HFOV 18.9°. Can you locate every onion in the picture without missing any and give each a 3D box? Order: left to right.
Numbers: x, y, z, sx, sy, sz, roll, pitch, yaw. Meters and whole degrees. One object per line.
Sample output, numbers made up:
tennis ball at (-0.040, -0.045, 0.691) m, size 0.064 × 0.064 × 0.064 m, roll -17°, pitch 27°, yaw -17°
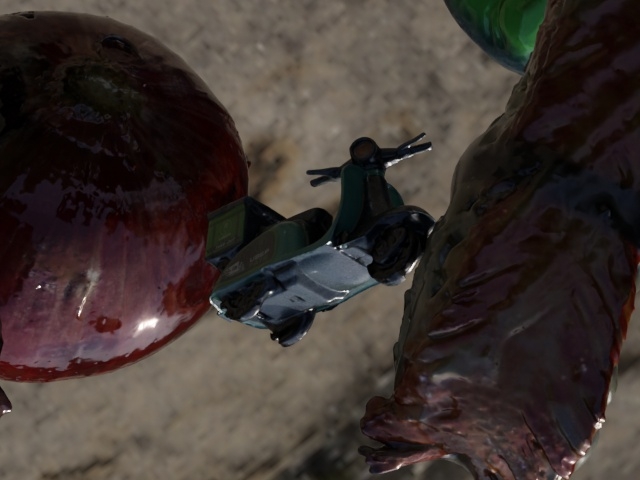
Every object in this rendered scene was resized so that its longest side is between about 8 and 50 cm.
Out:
onion at (-0.215, -0.044, 1.689) m, size 0.341 × 0.341 × 0.341 m, roll -23°, pitch 138°, yaw -22°

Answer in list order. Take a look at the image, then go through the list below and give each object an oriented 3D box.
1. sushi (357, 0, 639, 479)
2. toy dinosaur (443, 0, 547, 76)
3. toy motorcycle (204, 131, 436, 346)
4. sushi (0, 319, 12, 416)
sushi at (0.127, -0.010, 1.028) m, size 0.130 × 0.124 × 0.332 m, roll 113°, pitch 2°, yaw -70°
toy dinosaur at (0.173, -0.163, 1.758) m, size 0.374 × 0.500 × 0.144 m, roll -9°, pitch 177°, yaw 17°
toy motorcycle at (0.000, 0.000, 1.126) m, size 0.173 × 0.100 × 0.058 m, roll -25°, pitch 139°, yaw 39°
sushi at (-0.355, 0.069, 1.417) m, size 0.236 × 0.270 × 0.171 m, roll -6°, pitch 129°, yaw -31°
